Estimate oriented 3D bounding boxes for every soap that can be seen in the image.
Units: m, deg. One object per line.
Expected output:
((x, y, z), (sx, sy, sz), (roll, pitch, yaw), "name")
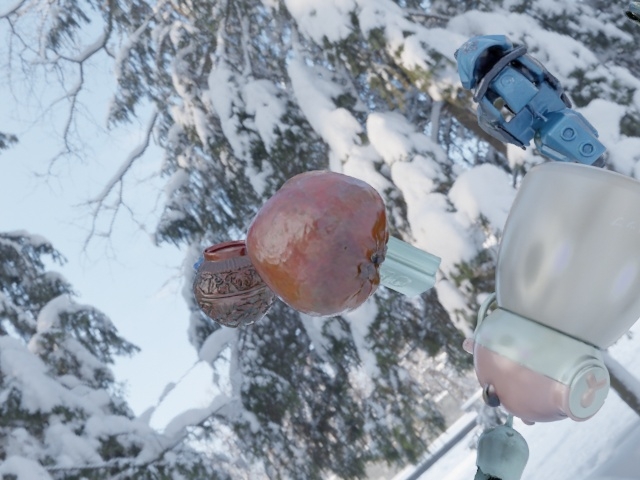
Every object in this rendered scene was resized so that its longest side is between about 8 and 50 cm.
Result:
((0.164, 0.050, 1.550), (0.160, 0.266, 0.087), (133, 159, -67), "soap")

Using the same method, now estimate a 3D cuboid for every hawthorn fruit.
((0.000, 0.000, 0.482), (0.128, 0.128, 0.128), (-35, -23, -17), "hawthorn fruit")

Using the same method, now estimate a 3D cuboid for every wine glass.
((0.296, 0.300, 0.921), (0.195, 0.079, 0.079), (-59, -8, -38), "wine glass")

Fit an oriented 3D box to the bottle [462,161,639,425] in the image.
((0.223, 0.059, 0.546), (0.236, 0.148, 0.147), (-67, -24, -1), "bottle")

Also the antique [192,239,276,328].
((-0.096, 0.052, 0.668), (0.104, 0.104, 0.104), (-35, -23, -17), "antique")

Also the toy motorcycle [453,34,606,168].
((0.422, -0.288, 1.223), (0.172, 0.416, 0.232), (-45, -18, 15), "toy motorcycle")

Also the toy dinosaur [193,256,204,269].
((-0.050, 0.033, 0.932), (0.188, 0.248, 0.075), (-45, -33, -56), "toy dinosaur")

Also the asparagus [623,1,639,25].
((0.694, -0.353, 1.005), (0.382, 0.108, 0.128), (15, -16, -26), "asparagus")
